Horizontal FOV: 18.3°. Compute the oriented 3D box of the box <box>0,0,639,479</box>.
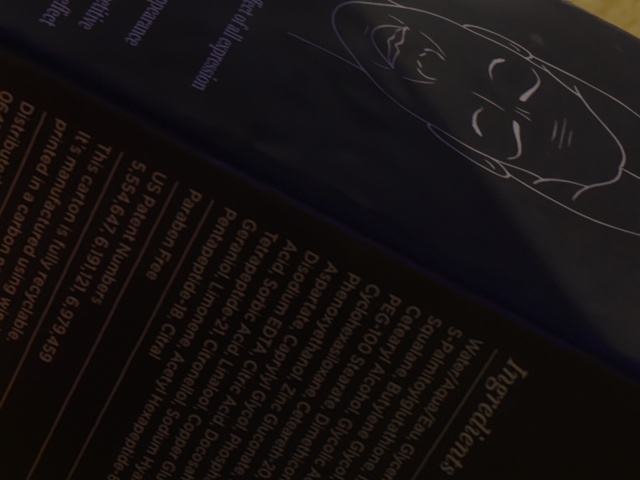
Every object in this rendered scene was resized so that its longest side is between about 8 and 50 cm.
[{"bbox_3d":[0.000,0.000,0.898,0.212,0.395,0.293,-61,2,32],"label":"box"}]
